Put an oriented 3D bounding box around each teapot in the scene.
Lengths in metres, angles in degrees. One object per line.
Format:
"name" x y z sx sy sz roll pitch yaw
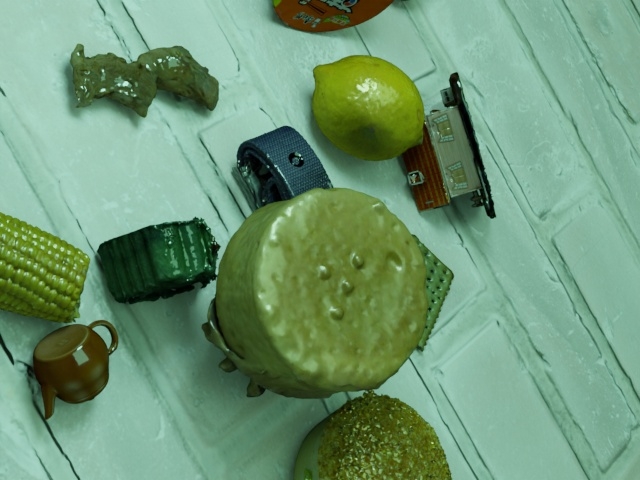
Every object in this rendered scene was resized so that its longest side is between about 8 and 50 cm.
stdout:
"teapot" -0.352 0.186 1.618 0.116 0.116 0.173 51 48 -12

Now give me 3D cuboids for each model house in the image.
"model house" 0.242 -0.171 2.229 0.207 0.153 0.294 -45 119 -84

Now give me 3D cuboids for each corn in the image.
"corn" -0.490 0.010 1.544 0.387 0.144 0.144 21 61 -31

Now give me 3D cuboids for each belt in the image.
"belt" -0.062 -0.076 1.930 0.126 0.139 0.231 -28 93 -36

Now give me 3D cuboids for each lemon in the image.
"lemon" 0.091 -0.247 2.078 0.256 0.188 0.188 30 56 -18

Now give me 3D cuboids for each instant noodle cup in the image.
"instant noodle cup" 0.014 -0.544 2.103 0.250 0.250 0.192 5 62 -38

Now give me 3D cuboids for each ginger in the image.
"ginger" -0.281 -0.267 1.853 0.290 0.084 0.122 -4 69 -40

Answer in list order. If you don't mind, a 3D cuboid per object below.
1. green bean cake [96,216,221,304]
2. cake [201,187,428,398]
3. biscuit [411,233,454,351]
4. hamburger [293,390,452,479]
"green bean cake" -0.216 0.025 1.717 0.193 0.208 0.107 -7 81 -38
"cake" -0.035 0.096 1.761 0.332 0.321 0.333 8 75 -31
"biscuit" 0.184 0.095 2.137 0.144 0.016 0.203 44 51 -18
"hamburger" 0.095 0.400 1.840 0.276 0.179 0.294 30 57 -26
